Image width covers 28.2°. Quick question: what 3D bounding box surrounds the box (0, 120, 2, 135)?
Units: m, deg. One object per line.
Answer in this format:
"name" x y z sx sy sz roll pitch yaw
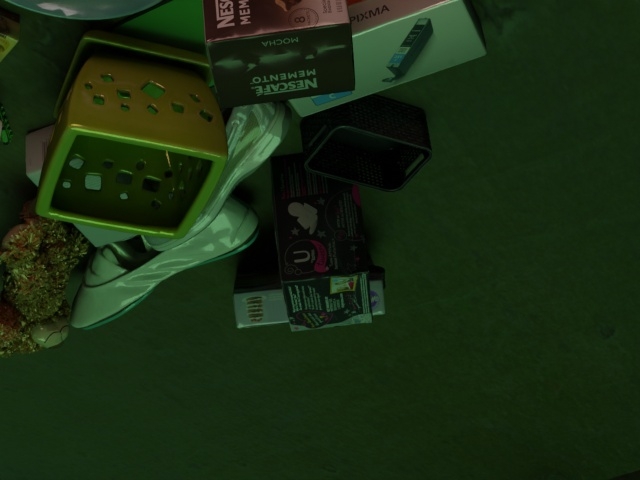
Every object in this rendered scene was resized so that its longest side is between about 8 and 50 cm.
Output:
"box" -0.660 -0.118 1.795 0.345 0.168 0.215 18 157 -32

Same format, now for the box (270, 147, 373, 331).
"box" 0.000 0.000 2.058 0.142 0.247 0.163 -6 145 1

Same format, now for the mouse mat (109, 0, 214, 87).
"mouse mat" -0.191 -0.278 1.831 0.153 0.007 0.190 -21 145 20

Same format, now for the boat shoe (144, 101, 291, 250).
"boat shoe" -0.179 -0.112 1.970 0.103 0.118 0.320 34 119 -26

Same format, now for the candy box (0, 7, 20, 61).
"candy box" -0.509 -0.261 1.761 0.109 0.053 0.187 22 135 -35

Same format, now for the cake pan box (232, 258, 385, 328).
"cake pan box" -0.018 0.090 2.226 0.267 0.070 0.246 -5 -170 0

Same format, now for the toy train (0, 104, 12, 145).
"toy train" -0.479 -0.173 1.920 0.017 0.023 0.083 -5 146 -3

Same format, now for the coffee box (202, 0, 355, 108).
"coffee box" -0.058 -0.316 1.538 0.168 0.297 0.119 -7 146 1

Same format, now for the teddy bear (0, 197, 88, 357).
"teddy bear" -0.464 0.070 2.108 0.113 0.245 0.338 18 116 4

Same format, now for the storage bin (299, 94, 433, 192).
"storage bin" 0.070 -0.156 1.987 0.180 0.084 0.122 14 141 -26

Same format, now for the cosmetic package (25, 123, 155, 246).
"cosmetic package" -0.358 -0.090 2.012 0.117 0.085 0.231 -15 147 11

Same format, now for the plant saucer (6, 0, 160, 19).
"plant saucer" -0.306 -0.386 1.527 0.318 0.043 0.317 2 147 1

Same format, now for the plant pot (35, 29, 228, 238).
"plant pot" -0.268 -0.157 1.808 0.228 0.207 0.227 10 146 -20

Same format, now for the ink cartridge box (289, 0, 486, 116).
"ink cartridge box" 0.053 -0.309 1.776 0.296 0.066 0.261 -18 146 15

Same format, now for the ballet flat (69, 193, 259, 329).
"ballet flat" -0.292 0.015 2.161 0.400 0.139 0.139 -27 141 20
